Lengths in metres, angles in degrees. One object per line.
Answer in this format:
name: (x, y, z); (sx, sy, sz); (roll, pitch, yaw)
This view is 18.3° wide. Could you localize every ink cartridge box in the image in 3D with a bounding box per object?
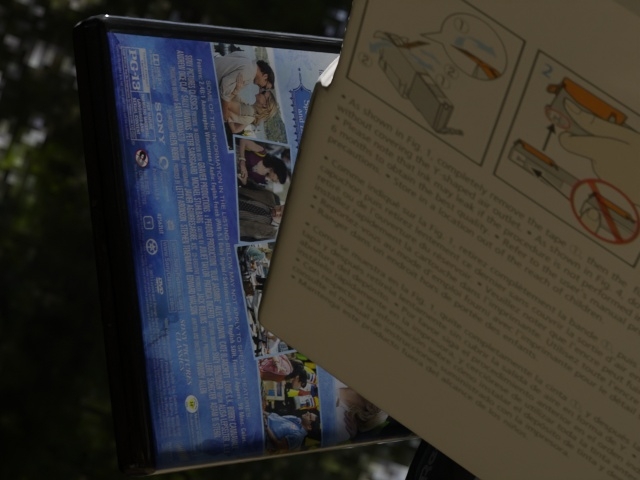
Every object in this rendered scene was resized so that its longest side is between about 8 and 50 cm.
ink cartridge box: (0.120, 0.017, 0.556); (0.275, 0.060, 0.239); (34, -37, 14)

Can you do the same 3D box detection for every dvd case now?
dvd case: (0.000, 0.000, 0.861); (0.022, 0.180, 0.253); (-12, -7, 41)

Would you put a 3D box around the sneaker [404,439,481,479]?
sneaker: (0.096, 0.061, 0.816); (0.107, 0.283, 0.124); (29, 9, -21)
